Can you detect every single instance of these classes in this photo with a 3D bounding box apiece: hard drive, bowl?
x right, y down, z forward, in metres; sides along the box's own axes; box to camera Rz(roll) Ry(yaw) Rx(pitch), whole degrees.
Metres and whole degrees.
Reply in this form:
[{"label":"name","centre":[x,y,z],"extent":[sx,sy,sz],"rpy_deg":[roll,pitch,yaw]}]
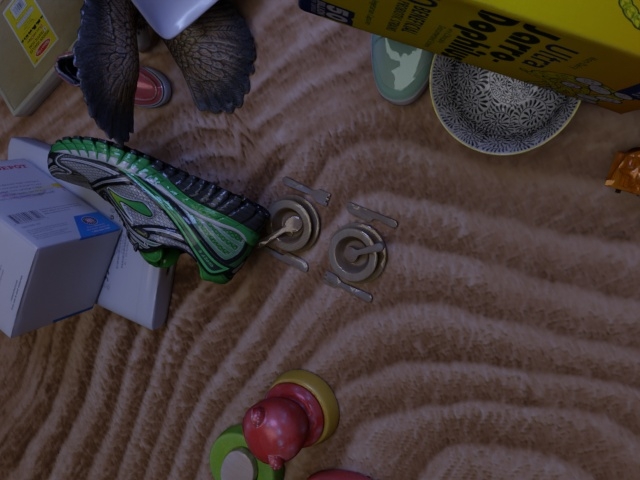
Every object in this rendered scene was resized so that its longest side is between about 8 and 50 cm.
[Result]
[{"label":"hard drive","centre":[-0.398,-0.018,1.117],"extent":[0.353,0.047,0.233],"rpy_deg":[20,109,21]},{"label":"bowl","centre":[0.218,-0.185,0.751],"extent":[0.170,0.080,0.170],"rpy_deg":[6,104,26]}]

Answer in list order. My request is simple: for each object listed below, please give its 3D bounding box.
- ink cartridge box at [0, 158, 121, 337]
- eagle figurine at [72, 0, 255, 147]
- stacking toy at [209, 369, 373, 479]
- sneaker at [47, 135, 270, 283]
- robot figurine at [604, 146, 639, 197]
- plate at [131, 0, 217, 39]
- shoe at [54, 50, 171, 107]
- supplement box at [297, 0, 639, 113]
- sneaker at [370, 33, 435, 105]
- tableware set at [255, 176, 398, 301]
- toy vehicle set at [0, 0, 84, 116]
[{"label":"ink cartridge box","centre":[-0.479,0.003,1.037],"extent":[0.232,0.171,0.168],"rpy_deg":[34,114,17]},{"label":"eagle figurine","centre":[-0.248,-0.308,0.907],"extent":[0.226,0.225,0.298],"rpy_deg":[-36,73,14]},{"label":"stacking toy","centre":[-0.058,0.387,0.983],"extent":[0.279,0.130,0.309],"rpy_deg":[-36,83,28]},{"label":"sneaker","centre":[-0.253,-0.047,0.936],"extent":[0.343,0.134,0.146],"rpy_deg":[25,91,14]},{"label":"robot figurine","centre":[0.456,-0.085,0.650],"extent":[0.291,0.085,0.211],"rpy_deg":[20,109,23]},{"label":"plate","centre":[-0.151,-0.410,0.745],"extent":[0.278,0.277,0.045],"rpy_deg":[-41,60,0]},{"label":"shoe","centre":[-0.322,-0.248,1.010],"extent":[0.178,0.081,0.063],"rpy_deg":[23,110,21]},{"label":"supplement box","centre":[0.172,-0.264,0.574],"extent":[0.356,0.194,0.195],"rpy_deg":[17,95,-1]},{"label":"sneaker","centre":[0.089,-0.284,0.756],"extent":[0.094,0.151,0.256],"rpy_deg":[15,108,22]},{"label":"tableware set","centre":[0.000,0.000,0.923],"extent":[0.194,0.039,0.128],"rpy_deg":[24,110,20]},{"label":"toy vehicle set","centre":[-0.468,-0.350,1.088],"extent":[0.267,0.035,0.166],"rpy_deg":[-34,85,28]}]
